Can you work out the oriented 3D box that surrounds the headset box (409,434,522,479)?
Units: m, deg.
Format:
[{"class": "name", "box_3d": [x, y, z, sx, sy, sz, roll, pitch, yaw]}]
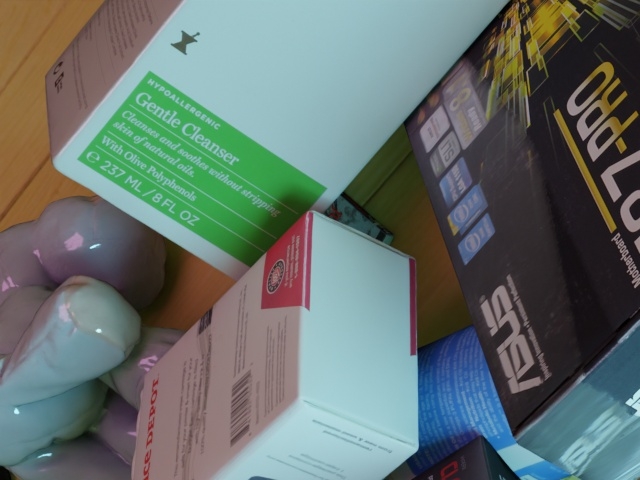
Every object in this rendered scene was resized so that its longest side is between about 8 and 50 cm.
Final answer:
[{"class": "headset box", "box_3d": [0.049, 0.271, 1.224, 0.293, 0.110, 0.218, -34, 21, 13]}]

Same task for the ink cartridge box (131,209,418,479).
[{"class": "ink cartridge box", "box_3d": [-0.036, 0.121, 1.368, 0.237, 0.100, 0.172, -45, 31, 39]}]

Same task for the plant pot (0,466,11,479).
[{"class": "plant pot", "box_3d": [-0.392, 0.224, 1.751, 0.187, 0.188, 0.167, -22, 58, 37]}]

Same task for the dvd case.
[{"class": "dvd case", "box_3d": [0.000, 0.000, 1.543, 0.119, 0.013, 0.087, 42, 111, 36]}]

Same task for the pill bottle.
[{"class": "pill bottle", "box_3d": [0.115, 0.122, 1.353, 0.221, 0.124, 0.124, -26, 67, 35]}]

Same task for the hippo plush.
[{"class": "hippo plush", "box_3d": [-0.210, 0.095, 1.623, 0.294, 0.234, 0.237, -28, 35, 19]}]

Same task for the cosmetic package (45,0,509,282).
[{"class": "cosmetic package", "box_3d": [-0.015, -0.172, 1.374, 0.365, 0.197, 0.155, -49, 26, 19]}]

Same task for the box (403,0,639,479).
[{"class": "box", "box_3d": [0.212, -0.081, 1.202, 0.318, 0.097, 0.395, -49, 28, 23]}]
